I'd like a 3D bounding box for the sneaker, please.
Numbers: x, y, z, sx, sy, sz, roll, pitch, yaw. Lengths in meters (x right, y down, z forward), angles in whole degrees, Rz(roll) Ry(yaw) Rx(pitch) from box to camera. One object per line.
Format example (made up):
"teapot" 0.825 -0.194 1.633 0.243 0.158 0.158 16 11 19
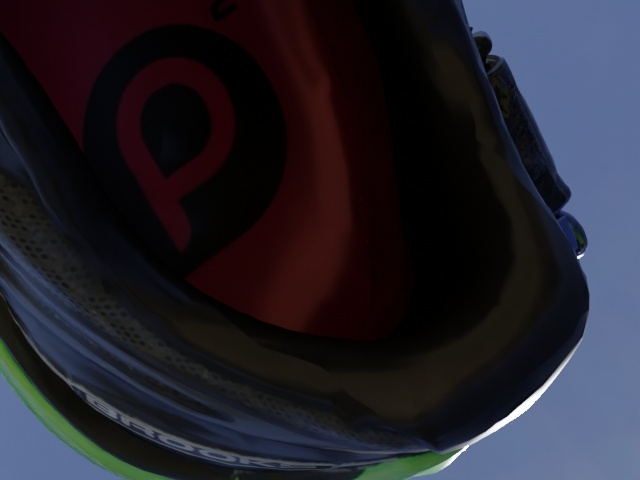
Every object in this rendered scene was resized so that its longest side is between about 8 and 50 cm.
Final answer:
"sneaker" -0.075 -0.146 0.415 0.185 0.483 0.202 -42 -160 -23

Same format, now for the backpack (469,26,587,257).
"backpack" 0.000 0.000 0.760 0.173 0.117 0.158 -36 -163 -18
